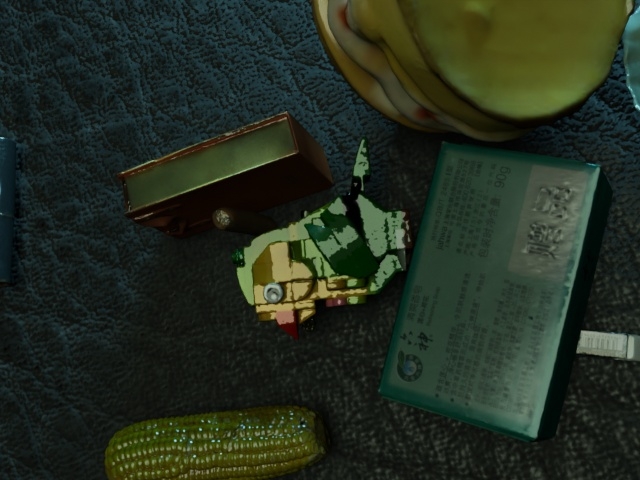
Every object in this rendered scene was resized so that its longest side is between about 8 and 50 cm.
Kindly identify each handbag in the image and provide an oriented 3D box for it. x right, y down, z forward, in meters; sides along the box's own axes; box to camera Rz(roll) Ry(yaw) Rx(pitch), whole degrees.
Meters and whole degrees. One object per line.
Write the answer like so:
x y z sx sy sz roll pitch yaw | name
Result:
-0.095 -0.060 0.857 0.190 0.127 0.062 -18 75 12 | handbag

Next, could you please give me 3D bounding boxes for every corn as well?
-0.106 0.207 0.843 0.231 0.080 0.080 -13 78 14 | corn

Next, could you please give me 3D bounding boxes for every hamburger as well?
0.115 -0.227 0.767 0.276 0.237 0.276 -1 93 -24 | hamburger

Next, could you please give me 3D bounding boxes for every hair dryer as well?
-0.446 -0.029 0.998 0.195 0.050 0.173 -4 77 19 | hair dryer

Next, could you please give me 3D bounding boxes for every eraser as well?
0.252 0.096 0.789 0.099 0.019 0.027 3 81 19 | eraser

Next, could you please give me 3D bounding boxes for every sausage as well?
-0.076 -0.017 0.851 0.026 0.116 0.026 -1 86 19 | sausage

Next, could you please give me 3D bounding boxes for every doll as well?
0.005 0.007 0.820 0.186 0.106 0.134 -34 87 -2 | doll

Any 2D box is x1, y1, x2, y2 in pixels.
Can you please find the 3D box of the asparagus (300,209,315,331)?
-0.014 0.032 0.876 0.015 0.018 0.127 2 83 -24 | asparagus

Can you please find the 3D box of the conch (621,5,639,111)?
0.429 -0.155 0.684 0.319 0.215 0.303 12 77 49 | conch

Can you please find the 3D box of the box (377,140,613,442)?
0.161 0.045 0.775 0.153 0.092 0.245 13 86 26 | box
